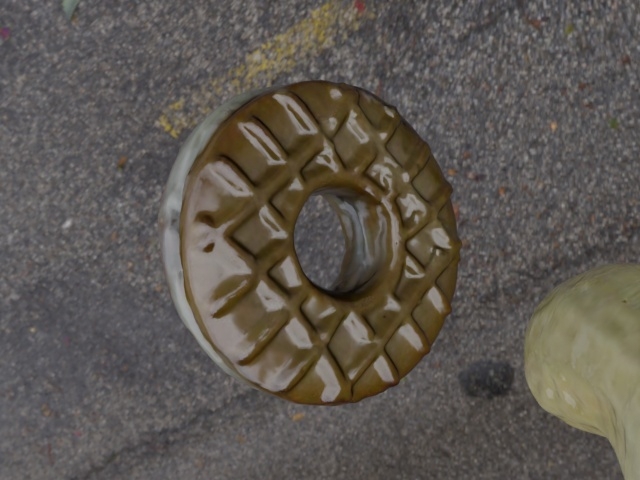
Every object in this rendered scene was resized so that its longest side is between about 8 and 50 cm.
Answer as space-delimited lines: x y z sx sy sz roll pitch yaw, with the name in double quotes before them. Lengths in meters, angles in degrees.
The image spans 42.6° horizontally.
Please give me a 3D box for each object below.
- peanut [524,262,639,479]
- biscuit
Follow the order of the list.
"peanut" 0.189 0.085 0.410 0.111 0.274 0.125 11 100 -14
"biscuit" 0.000 0.000 0.807 0.332 0.332 0.103 47 153 -20
